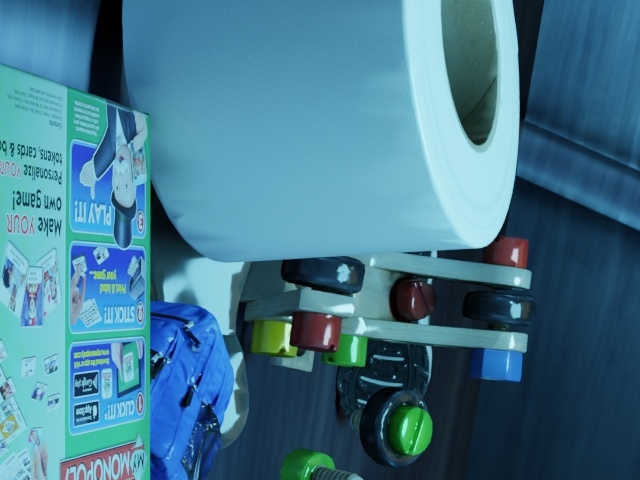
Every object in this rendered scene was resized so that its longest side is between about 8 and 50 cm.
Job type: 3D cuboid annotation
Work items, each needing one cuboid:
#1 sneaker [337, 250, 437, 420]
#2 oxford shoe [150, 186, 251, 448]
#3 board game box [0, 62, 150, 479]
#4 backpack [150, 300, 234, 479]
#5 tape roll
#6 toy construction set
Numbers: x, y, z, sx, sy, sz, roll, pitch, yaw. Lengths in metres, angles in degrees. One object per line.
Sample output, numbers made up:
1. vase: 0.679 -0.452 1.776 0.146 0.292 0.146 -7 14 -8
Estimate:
1. sneaker: 0.083 0.083 1.809 0.108 0.100 0.271 -55 154 -73
2. oxford shoe: -0.090 0.028 1.075 0.076 0.076 0.212 4 -89 63
3. board game box: -0.146 0.031 0.741 0.317 0.046 0.213 10 80 -78
4. backpack: -0.103 0.088 0.962 0.120 0.098 0.101 -66 159 -43
5. tape roll: 0.011 -0.112 0.980 0.246 0.169 0.246 -4 90 -69
6. toy construction set: 0.000 0.000 1.252 0.257 0.237 0.309 -21 108 -41
